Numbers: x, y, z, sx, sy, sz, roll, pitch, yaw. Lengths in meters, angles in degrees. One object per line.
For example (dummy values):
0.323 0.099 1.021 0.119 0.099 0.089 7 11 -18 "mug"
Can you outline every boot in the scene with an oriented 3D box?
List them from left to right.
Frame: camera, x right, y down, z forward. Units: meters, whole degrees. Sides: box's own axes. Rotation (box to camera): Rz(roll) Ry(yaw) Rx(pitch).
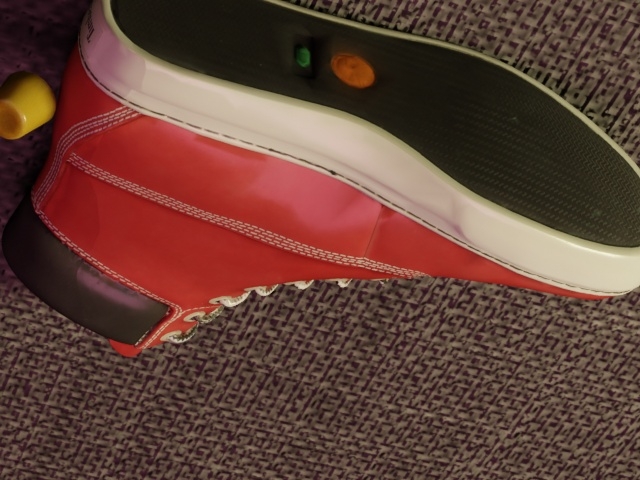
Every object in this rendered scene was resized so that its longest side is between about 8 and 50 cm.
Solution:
0.000 0.000 0.790 0.244 0.088 0.176 19 133 -10 "boot"

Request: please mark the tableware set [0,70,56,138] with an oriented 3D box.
-0.118 -0.107 0.690 0.104 0.024 0.154 15 124 16 "tableware set"
